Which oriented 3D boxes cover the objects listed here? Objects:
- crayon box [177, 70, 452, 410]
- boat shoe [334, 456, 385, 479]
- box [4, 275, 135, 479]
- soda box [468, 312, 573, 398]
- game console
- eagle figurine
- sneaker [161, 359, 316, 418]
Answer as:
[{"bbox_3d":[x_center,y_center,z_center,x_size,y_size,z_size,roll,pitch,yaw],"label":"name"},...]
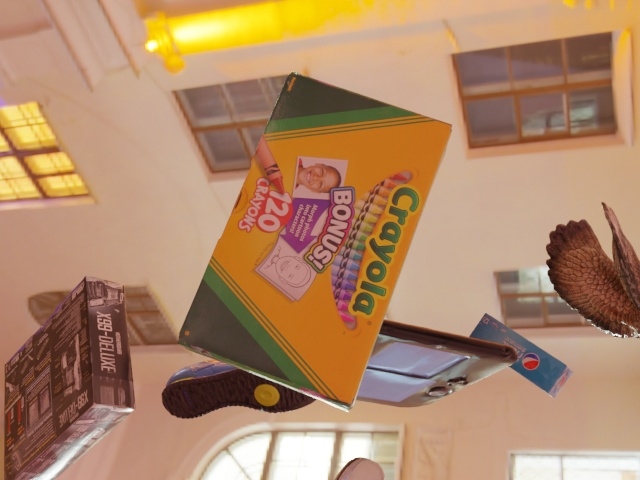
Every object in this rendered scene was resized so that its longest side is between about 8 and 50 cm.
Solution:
[{"bbox_3d":[0.000,0.000,0.763,0.081,0.165,0.278,84,-153,-75],"label":"crayon box"},{"bbox_3d":[0.053,0.515,1.407,0.103,0.113,0.302,124,169,-57],"label":"boat shoe"},{"bbox_3d":[-0.433,0.244,1.371,0.076,0.307,0.242,20,-140,-39],"label":"box"},{"bbox_3d":[0.421,0.242,1.715,0.071,0.210,0.067,-55,-35,-1],"label":"soda box"},{"bbox_3d":[0.139,0.250,1.608,0.387,0.342,0.060,14,-119,-27],"label":"game console"},{"bbox_3d":[0.535,0.081,1.371,0.226,0.298,0.225,-61,6,31],"label":"eagle figurine"},{"bbox_3d":[-0.094,0.171,1.014,0.082,0.209,0.069,-57,-45,-65],"label":"sneaker"}]
